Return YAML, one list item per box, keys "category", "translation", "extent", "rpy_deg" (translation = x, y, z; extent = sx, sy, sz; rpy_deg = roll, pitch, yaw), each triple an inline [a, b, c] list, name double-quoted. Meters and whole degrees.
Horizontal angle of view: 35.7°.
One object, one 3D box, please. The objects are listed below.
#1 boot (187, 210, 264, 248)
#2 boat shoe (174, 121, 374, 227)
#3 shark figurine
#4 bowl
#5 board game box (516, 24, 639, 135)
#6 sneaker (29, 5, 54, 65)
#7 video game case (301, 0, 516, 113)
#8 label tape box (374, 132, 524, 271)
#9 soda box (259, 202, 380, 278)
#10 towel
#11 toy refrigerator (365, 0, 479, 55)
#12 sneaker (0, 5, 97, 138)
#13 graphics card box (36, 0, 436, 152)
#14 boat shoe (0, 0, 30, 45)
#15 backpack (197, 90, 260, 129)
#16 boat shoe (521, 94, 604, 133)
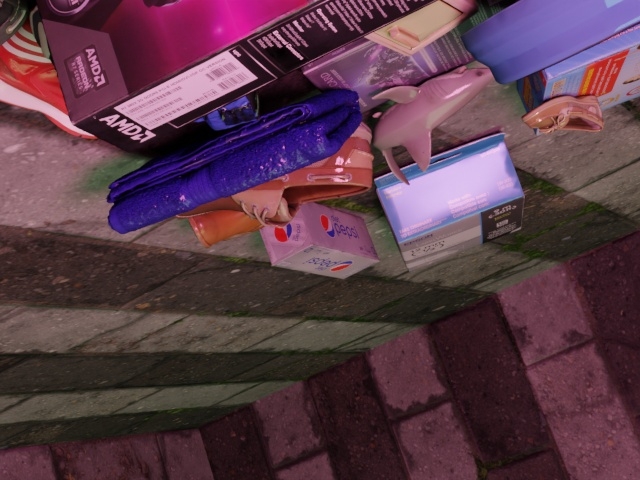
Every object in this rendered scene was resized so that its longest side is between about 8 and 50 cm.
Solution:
- category: "boot"
  translation: [-0.120, -0.052, 1.577]
  extent: [0.152, 0.073, 0.197]
  rpy_deg: [-24, 177, 14]
- category: "boat shoe"
  translation: [-0.076, -0.080, 1.433]
  extent: [0.324, 0.116, 0.123]
  rpy_deg: [-17, 164, 16]
- category: "shark figurine"
  translation: [0.128, -0.145, 1.432]
  extent: [0.166, 0.116, 0.278]
  rpy_deg: [-16, 168, -28]
- category: "bowl"
  translation: [0.343, -0.286, 1.082]
  extent: [0.391, 0.077, 0.391]
  rpy_deg: [-28, -175, 3]
- category: "board game box"
  translation: [0.440, -0.277, 1.415]
  extent: [0.302, 0.086, 0.308]
  rpy_deg: [-21, 169, 6]
- category: "sneaker"
  translation: [-0.130, -0.192, 0.913]
  extent: [0.235, 0.153, 0.094]
  rpy_deg: [-30, -175, -7]
- category: "video game case"
  translation: [0.128, -0.252, 1.302]
  extent: [0.274, 0.026, 0.196]
  rpy_deg: [-23, 163, 13]
- category: "label tape box"
  translation: [0.249, -0.066, 1.876]
  extent: [0.249, 0.115, 0.347]
  rpy_deg: [-21, 165, 4]
- category: "soda box"
  translation: [0.000, 0.000, 1.827]
  extent: [0.091, 0.098, 0.286]
  rpy_deg: [-28, 162, 22]
- category: "towel"
  translation: [-0.109, -0.114, 1.265]
  extent: [0.308, 0.076, 0.227]
  rpy_deg: [-19, -166, 18]
- category: "toy refrigerator"
  translation: [0.053, -0.275, 1.023]
  extent: [0.102, 0.094, 0.269]
  rpy_deg: [-29, 161, 28]
- category: "sneaker"
  translation: [-0.236, -0.177, 1.026]
  extent: [0.128, 0.087, 0.221]
  rpy_deg: [-27, 163, 29]
- category: "graphics card box"
  translation: [-0.045, -0.249, 0.752]
  extent: [0.371, 0.232, 0.094]
  rpy_deg: [-23, 164, 15]
- category: "boat shoe"
  translation: [-0.368, -0.167, 0.910]
  extent: [0.233, 0.084, 0.079]
  rpy_deg: [-29, 161, 21]
- category: "backpack"
  translation: [-0.121, -0.183, 1.112]
  extent: [0.101, 0.098, 0.120]
  rpy_deg: [-17, 165, -2]
- category: "boat shoe"
  translation: [0.345, -0.171, 1.396]
  extent: [0.153, 0.048, 0.056]
  rpy_deg: [-10, 165, -42]
